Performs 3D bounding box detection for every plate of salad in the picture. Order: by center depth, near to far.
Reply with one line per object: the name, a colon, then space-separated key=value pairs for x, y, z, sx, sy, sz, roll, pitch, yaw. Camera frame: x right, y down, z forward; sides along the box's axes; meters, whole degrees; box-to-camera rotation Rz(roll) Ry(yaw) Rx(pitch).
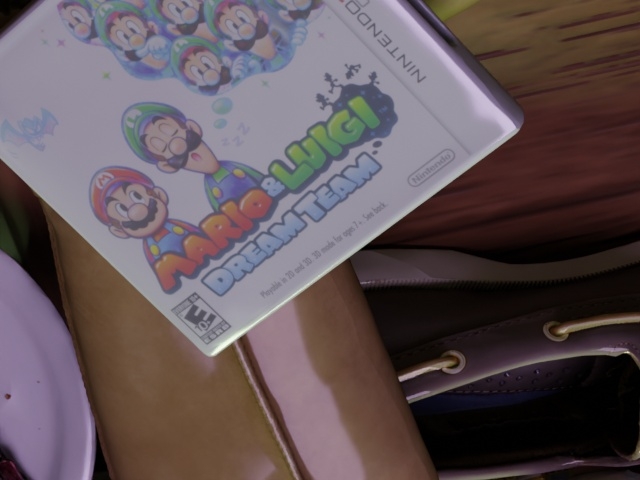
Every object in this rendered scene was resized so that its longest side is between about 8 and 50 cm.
plate of salad: x=-0.195 y=0.081 z=0.849 sx=0.200 sy=0.048 sz=0.200 roll=2 pitch=103 yaw=7

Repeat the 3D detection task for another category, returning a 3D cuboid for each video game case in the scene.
video game case: x=-0.033 y=-0.048 z=0.697 sx=0.157 sy=0.019 sz=0.143 roll=-37 pitch=107 yaw=27

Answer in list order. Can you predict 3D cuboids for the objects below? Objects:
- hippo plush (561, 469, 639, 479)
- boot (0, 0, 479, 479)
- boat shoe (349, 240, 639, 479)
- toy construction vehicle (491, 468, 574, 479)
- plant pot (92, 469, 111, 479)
hippo plush: x=0.182 y=0.261 z=1.006 sx=0.234 sy=0.236 sz=0.294 roll=-20 pitch=153 yaw=8
boot: x=0.000 y=0.000 z=0.781 sx=0.236 sy=0.089 sz=0.269 roll=-11 pitch=116 yaw=17
boat shoe: x=0.134 y=0.061 z=0.931 sx=0.324 sy=0.096 sz=0.116 roll=-2 pitch=138 yaw=-10
toy construction vehicle: x=0.090 y=0.152 z=1.067 sx=0.098 sy=0.035 sz=0.086 roll=-8 pitch=138 yaw=-3
plant pot: x=-0.113 y=0.223 z=0.964 sx=0.284 sy=0.284 sz=0.191 roll=-15 pitch=101 yaw=4
